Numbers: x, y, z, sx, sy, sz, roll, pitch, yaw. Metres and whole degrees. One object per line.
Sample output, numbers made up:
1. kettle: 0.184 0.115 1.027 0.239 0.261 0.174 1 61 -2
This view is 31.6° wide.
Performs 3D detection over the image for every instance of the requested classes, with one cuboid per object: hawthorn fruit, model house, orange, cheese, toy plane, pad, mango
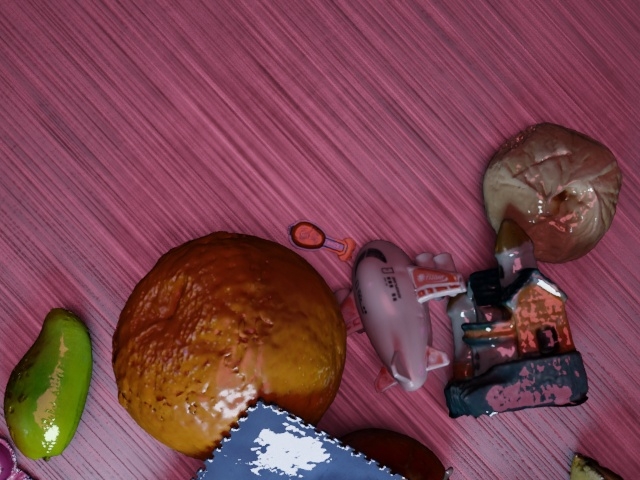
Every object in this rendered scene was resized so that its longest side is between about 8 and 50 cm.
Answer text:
1. hawthorn fruit: 0.086 0.405 1.674 0.231 0.263 0.235 -14 107 0
2. model house: 0.271 0.114 1.682 0.184 0.253 0.291 -6 84 -1
3. orange: -0.122 0.158 1.632 0.340 0.340 0.293 -54 135 -1
4. cheese: -0.503 0.359 1.757 0.145 0.038 0.095 37 91 -8
5. cheese: 0.000 0.000 1.780 0.111 0.017 0.047 19 93 -2
6. toy plane: 0.108 0.111 1.706 0.252 0.118 0.252 -12 64 26
7. pad: -0.047 0.362 1.535 0.269 0.012 0.270 33 111 -16
8. mango: -0.415 0.217 1.723 0.125 0.111 0.233 9 89 -6

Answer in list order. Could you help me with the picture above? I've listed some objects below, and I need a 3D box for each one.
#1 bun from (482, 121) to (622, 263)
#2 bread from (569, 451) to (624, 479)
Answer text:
1. bun: 0.356 -0.070 1.732 0.220 0.134 0.220 0 94 -2
2. bread: 0.461 0.398 1.734 0.169 0.140 0.160 -17 102 -5
